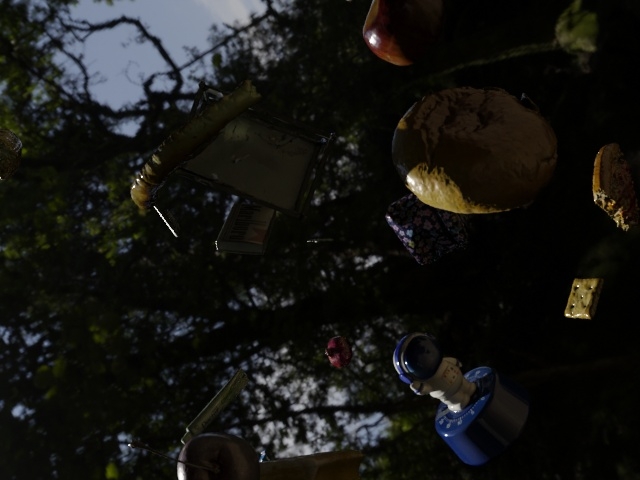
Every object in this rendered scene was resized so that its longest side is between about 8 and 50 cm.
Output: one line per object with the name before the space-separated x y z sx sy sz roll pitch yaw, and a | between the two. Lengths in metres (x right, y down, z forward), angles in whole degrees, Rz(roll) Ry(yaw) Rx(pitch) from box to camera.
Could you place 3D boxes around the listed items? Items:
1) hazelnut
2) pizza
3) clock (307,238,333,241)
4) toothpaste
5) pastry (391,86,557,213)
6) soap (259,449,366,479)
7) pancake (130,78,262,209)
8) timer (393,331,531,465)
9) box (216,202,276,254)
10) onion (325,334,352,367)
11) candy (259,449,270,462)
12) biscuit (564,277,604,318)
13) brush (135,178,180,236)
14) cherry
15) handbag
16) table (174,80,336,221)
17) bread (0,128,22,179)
hazelnut | 0.233 -0.594 1.764 0.229 0.229 0.229 57 -167 -20
pizza | 0.630 -0.095 1.369 0.199 0.062 0.188 52 -132 -28
clock | 0.000 0.000 1.897 0.083 0.074 0.010 -9 -83 -79
toothpaste | -0.224 0.355 1.398 0.029 0.197 0.048 14 138 40
pastry | 0.320 -0.198 1.375 0.356 0.356 0.164 -106 8 -46
soap | -0.064 0.606 1.594 0.335 0.293 0.156 29 -129 -63
pancake | -0.248 -0.173 1.260 0.054 0.376 0.197 51 -147 -4
timer | 0.359 0.407 1.819 0.383 0.270 0.270 41 -164 -9
box | -0.178 -0.032 1.599 0.177 0.115 0.036 -79 -7 -56
onion | 0.063 0.373 2.202 0.107 0.097 0.107 177 90 -69
candy | -0.167 0.717 2.017 0.088 0.038 0.136 128 136 -63
biscuit | 0.511 0.111 1.272 0.018 0.083 0.081 22 172 -13
brush | -0.429 -0.092 1.745 0.190 0.027 0.034 52 169 3
cherry | -0.180 0.339 1.015 0.148 0.188 0.115 -53 -22 -62
handbag | 0.320 -0.059 1.893 0.229 0.208 0.127 55 -150 -9
table | -0.166 -0.209 1.608 0.335 0.222 0.272 20 -177 -9
bread | -0.953 -0.270 1.995 0.232 0.088 0.128 36 128 57
